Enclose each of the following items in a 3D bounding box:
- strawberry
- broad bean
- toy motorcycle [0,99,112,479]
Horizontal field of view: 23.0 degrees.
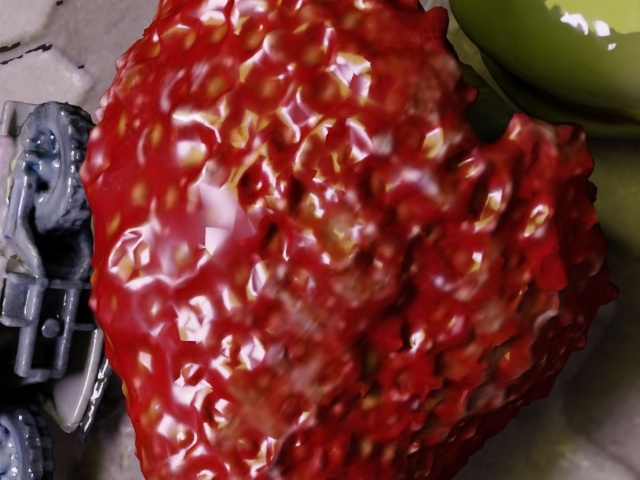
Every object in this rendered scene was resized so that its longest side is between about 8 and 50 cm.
[{"bbox_3d":[0.000,0.001,0.720,0.257,0.261,0.261,-45,54,7],"label":"strawberry"},{"bbox_3d":[0.189,-0.146,0.749,0.263,0.121,0.189,-32,55,17],"label":"broad bean"},{"bbox_3d":[-0.202,0.029,0.938,0.204,0.108,0.239,20,86,52],"label":"toy motorcycle"}]
